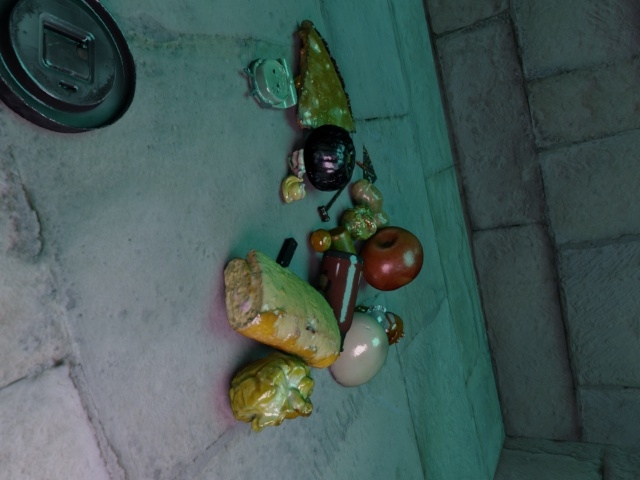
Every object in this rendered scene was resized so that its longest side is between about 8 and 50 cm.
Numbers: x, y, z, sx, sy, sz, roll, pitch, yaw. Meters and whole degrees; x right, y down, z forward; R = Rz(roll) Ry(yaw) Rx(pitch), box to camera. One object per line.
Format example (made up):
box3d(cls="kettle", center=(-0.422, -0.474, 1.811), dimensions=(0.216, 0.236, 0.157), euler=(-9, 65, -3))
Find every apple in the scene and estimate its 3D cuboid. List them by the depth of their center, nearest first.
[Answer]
box3d(cls="apple", center=(0.280, 0.067, 1.930), dimensions=(0.272, 0.251, 0.206), euler=(-37, 119, -21))

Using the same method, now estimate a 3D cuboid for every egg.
box3d(cls="egg", center=(0.160, 0.398, 1.730), dimensions=(0.264, 0.174, 0.286), euler=(-46, 127, -40))

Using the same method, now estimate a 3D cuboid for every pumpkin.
box3d(cls="pumpkin", center=(0.029, -0.283, 1.665), dimensions=(0.233, 0.163, 0.233), euler=(2, 90, -74))

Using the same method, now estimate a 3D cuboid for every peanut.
box3d(cls="peanut", center=(0.209, -0.135, 1.997), dimensions=(0.101, 0.117, 0.263), euler=(-41, 122, -31))

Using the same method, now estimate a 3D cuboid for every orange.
box3d(cls="orange", center=(0.000, 0.000, 1.667), dimensions=(0.083, 0.070, 0.083), euler=(-26, 121, -54))

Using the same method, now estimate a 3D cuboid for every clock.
box3d(cls="clock", center=(-0.505, -0.362, 0.945), dimensions=(0.312, 0.061, 0.312), euler=(19, 67, -55))
box3d(cls="clock", center=(-0.161, -0.494, 1.526), dimensions=(0.211, 0.066, 0.159), euler=(-29, 107, -56))

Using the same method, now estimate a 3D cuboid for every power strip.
box3d(cls="power strip", center=(-0.106, 0.041, 1.526), dimensions=(0.038, 0.029, 0.111), euler=(55, 43, -37))

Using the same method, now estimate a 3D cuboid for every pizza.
box3d(cls="pizza", center=(0.022, -0.542, 1.820), dimensions=(0.392, 0.080, 0.435), euler=(31, 59, -51))

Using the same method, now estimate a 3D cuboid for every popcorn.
box3d(cls="popcorn", center=(-0.127, 0.388, 1.254), dimensions=(0.221, 0.204, 0.184), euler=(-11, 74, -34))
box3d(cls="popcorn", center=(0.142, -0.063, 1.873), dimensions=(0.141, 0.162, 0.135), euler=(-27, 144, -34))

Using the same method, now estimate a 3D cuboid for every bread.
box3d(cls="bread", center=(-0.095, 0.202, 1.335), dimensions=(0.375, 0.165, 0.236), euler=(42, 21, -44))

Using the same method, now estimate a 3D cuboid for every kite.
box3d(cls="kite", center=(0.204, -0.311, 2.121), dimensions=(0.189, 0.009, 0.232), euler=(25, 62, -52))

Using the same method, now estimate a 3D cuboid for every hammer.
box3d(cls="hammer", center=(0.062, -0.165, 1.849), dimensions=(0.292, 0.029, 0.058), euler=(-55, 130, -50))

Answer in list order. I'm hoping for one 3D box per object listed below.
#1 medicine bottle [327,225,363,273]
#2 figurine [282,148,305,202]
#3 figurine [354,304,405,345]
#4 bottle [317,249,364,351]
box3d(cls="medicine bottle", center=(0.082, 0.052, 1.762), dimensions=(0.096, 0.096, 0.192), euler=(-47, 123, -51))
box3d(cls="figurine", center=(-0.085, -0.209, 1.584), dimensions=(0.083, 0.083, 0.187), euler=(18, 74, -56))
box3d(cls="figurine", center=(0.231, 0.327, 1.929), dimensions=(0.271, 0.143, 0.143), euler=(37, 48, -17))
box3d(cls="bottle", center=(0.052, 0.208, 1.617), dimensions=(0.144, 0.144, 0.336), euler=(25, 72, -54))
